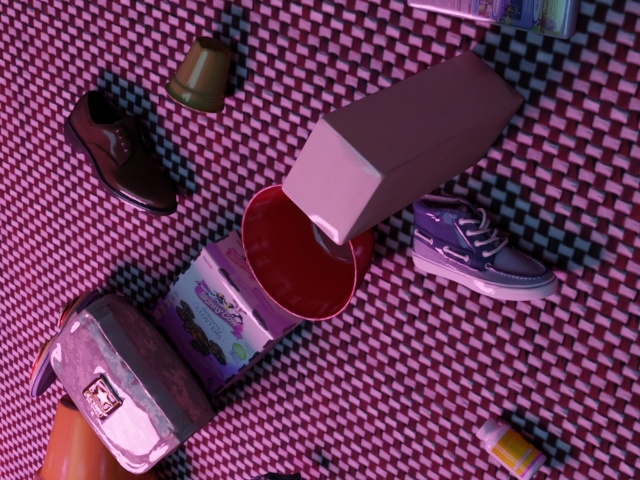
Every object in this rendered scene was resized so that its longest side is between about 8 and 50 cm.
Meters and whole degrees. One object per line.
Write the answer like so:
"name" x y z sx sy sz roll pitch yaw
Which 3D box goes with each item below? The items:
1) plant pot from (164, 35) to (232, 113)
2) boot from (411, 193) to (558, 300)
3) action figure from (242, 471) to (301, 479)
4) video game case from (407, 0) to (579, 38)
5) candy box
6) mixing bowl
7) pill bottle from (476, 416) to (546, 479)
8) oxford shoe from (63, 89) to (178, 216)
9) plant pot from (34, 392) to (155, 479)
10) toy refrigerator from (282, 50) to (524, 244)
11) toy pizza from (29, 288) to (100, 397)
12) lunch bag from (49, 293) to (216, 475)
"plant pot" -0.151 -0.219 1.359 0.083 0.083 0.079 37 118 21
"boot" 0.180 0.005 1.185 0.190 0.069 0.086 15 123 37
"action figure" -0.054 0.485 1.506 0.141 0.164 0.276 -16 57 12
"video game case" 0.179 -0.325 1.055 0.193 0.023 0.212 21 122 32
"candy box" -0.140 0.107 1.510 0.165 0.070 0.196 52 135 8
"mixing bowl" 0.000 0.000 1.317 0.181 0.098 0.181 19 121 34
"pill bottle" 0.233 0.256 1.285 0.083 0.043 0.043 40 131 18
"oxford shoe" -0.283 -0.127 1.509 0.227 0.083 0.096 46 129 12
"plant pot" -0.380 0.358 1.769 0.205 0.205 0.188 11 103 37
"toy refrigerator" 0.088 -0.104 1.070 0.094 0.269 0.102 45 134 14
"toy pizza" -0.419 0.161 1.689 0.032 0.201 0.201 30 131 0
"lunch bag" -0.277 0.212 1.546 0.235 0.169 0.287 53 164 6
